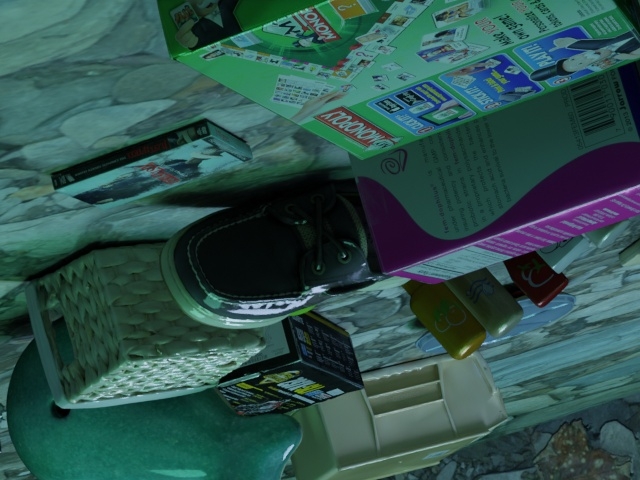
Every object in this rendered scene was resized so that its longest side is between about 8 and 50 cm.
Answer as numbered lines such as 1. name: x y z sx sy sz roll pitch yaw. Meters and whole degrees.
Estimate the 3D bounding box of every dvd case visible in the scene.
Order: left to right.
1. dvd case: -0.116 -0.051 1.277 0.119 0.013 0.087 -19 167 13

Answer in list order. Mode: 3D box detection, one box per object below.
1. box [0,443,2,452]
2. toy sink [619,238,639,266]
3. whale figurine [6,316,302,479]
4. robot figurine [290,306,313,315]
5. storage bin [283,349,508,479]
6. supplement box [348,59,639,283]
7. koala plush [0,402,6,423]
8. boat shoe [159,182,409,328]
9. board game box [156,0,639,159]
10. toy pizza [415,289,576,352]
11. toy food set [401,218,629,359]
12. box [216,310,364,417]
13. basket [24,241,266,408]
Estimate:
1. box: -0.484 0.233 1.951 0.232 0.059 0.183 -2 162 -44
2. toy sink: 0.451 0.034 2.027 0.152 0.131 0.234 -11 167 -17
3. whale figurine: -0.157 0.164 1.631 0.272 0.216 0.141 21 -177 21
4. robot figurine: -0.025 0.026 1.586 0.101 0.067 0.115 -19 168 -8
5. storage bin: 0.097 0.258 2.595 0.260 0.123 0.262 -12 167 -16
6. supplement box: 0.145 -0.055 1.339 0.220 0.111 0.114 -19 167 20
7. koala plush: -0.350 0.147 1.505 0.196 0.203 0.221 -12 179 -12
8. boat shoe: 0.000 0.000 1.450 0.285 0.103 0.092 -7 159 -44
9. board game box: 0.065 -0.127 1.088 0.213 0.046 0.317 -18 167 16
10. toy pizza: 0.208 0.091 2.213 0.201 0.032 0.201 -15 166 -4
11. toy food set: 0.183 -0.002 1.685 0.232 0.104 0.111 -44 163 7
12. box: -0.111 0.150 1.995 0.257 0.079 0.322 -19 167 10
13. basket: -0.141 0.065 1.524 0.167 0.113 0.103 -3 159 -44
